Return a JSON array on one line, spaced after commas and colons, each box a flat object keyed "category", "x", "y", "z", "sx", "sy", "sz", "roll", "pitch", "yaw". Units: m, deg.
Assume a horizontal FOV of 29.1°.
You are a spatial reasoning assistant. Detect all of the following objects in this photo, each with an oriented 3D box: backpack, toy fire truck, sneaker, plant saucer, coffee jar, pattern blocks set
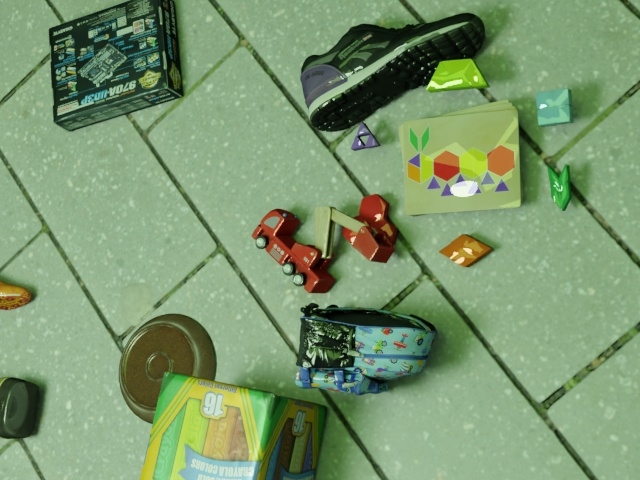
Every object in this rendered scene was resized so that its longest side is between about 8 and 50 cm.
[{"category": "backpack", "x": 0.066, "y": 0.147, "z": 1.642, "sx": 0.173, "sy": 0.158, "sz": 0.117, "roll": 4, "pitch": 86, "yaw": 14}, {"category": "toy fire truck", "x": 0.000, "y": 0.000, "z": 1.747, "sx": 0.192, "sy": 0.047, "sz": 0.135, "roll": 44, "pitch": 110, "yaw": 28}, {"category": "sneaker", "x": -0.542, "y": 0.074, "z": 1.989, "sx": 0.175, "sy": 0.064, "sz": 0.067, "roll": 4, "pitch": 68, "yaw": 23}, {"category": "plant saucer", "x": -0.235, "y": 0.189, "z": 1.834, "sx": 0.168, "sy": 0.029, "sz": 0.169, "roll": -6, "pitch": 74, "yaw": 22}, {"category": "coffee jar", "x": -0.527, "y": 0.255, "z": 1.923, "sx": 0.184, "sy": 0.079, "sz": 0.096, "roll": 2, "pitch": 77, "yaw": 25}, {"category": "pattern blocks set", "x": 0.191, "y": -0.107, "z": 1.701, "sx": 0.324, "sy": 0.026, "sz": 0.286, "roll": 5, "pitch": 88, "yaw": 27}, {"category": "sneaker", "x": 0.092, "y": -0.276, "z": 1.767, "sx": 0.283, "sy": 0.107, "sz": 0.124, "roll": -25, "pitch": 61, "yaw": 17}]

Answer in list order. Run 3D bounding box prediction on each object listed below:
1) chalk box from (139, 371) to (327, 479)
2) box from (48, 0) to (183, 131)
[{"category": "chalk box", "x": -0.127, "y": 0.341, "z": 1.658, "sx": 0.180, "sy": 0.179, "sz": 0.289, "roll": 6, "pitch": 79, "yaw": 26}, {"category": "box", "x": -0.334, "y": -0.289, "z": 1.993, "sx": 0.220, "sy": 0.051, "sz": 0.175, "roll": -15, "pitch": 71, "yaw": 21}]
